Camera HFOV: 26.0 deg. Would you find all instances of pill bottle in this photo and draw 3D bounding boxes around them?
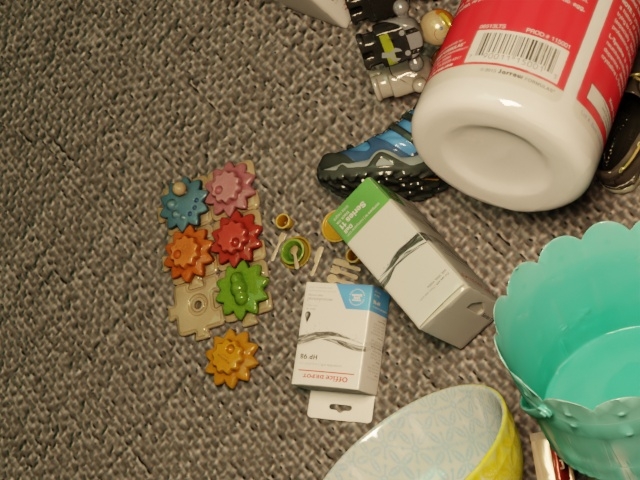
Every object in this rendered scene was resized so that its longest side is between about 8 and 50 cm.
[{"bbox_3d":[0.281,-0.258,1.723,0.229,0.229,0.407,8,59,29],"label":"pill bottle"}]

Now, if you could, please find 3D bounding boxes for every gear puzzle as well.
[{"bbox_3d":[-0.157,0.052,2.008,0.175,0.044,0.339,-17,68,22],"label":"gear puzzle"}]

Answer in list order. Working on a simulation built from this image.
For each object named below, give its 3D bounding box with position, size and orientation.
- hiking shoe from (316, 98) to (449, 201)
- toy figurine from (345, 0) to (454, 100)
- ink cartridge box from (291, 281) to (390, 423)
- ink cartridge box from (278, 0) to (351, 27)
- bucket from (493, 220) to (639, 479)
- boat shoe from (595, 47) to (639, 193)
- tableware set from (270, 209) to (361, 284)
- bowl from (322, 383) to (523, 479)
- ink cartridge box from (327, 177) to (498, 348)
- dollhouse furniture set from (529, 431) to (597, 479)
[{"bbox_3d":[0.141,-0.135,1.883,0.304,0.113,0.132,-10,65,14],"label":"hiking shoe"},{"bbox_3d":[0.115,-0.311,1.883,0.148,0.213,0.209,-18,70,4],"label":"toy figurine"},{"bbox_3d":[0.026,0.151,1.875,0.104,0.060,0.180,2,76,27],"label":"ink cartridge box"},{"bbox_3d":[-0.022,-0.465,1.938,0.129,0.307,0.223,26,88,29],"label":"ink cartridge box"},{"bbox_3d":[0.348,0.131,1.593,0.281,0.183,0.281,-14,42,13],"label":"bucket"},{"bbox_3d":[0.404,-0.174,1.769,0.081,0.069,0.227,14,82,30],"label":"boat shoe"},{"bbox_3d":[0.000,0.000,1.954,0.154,0.024,0.104,18,84,31],"label":"tableware set"},{"bbox_3d":[0.142,0.327,1.689,0.289,0.289,0.156,-32,105,16],"label":"bowl"},{"bbox_3d":[0.126,0.032,1.805,0.087,0.153,0.208,-46,59,10],"label":"ink cartridge box"},{"bbox_3d":[0.325,0.306,1.635,0.129,0.129,0.183,-16,68,22],"label":"dollhouse furniture set"}]
